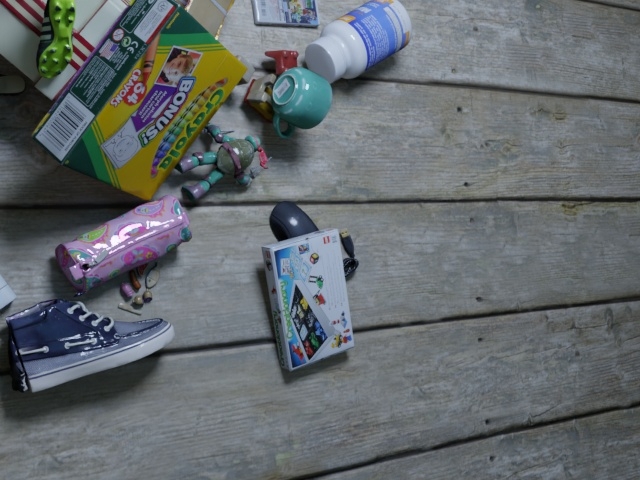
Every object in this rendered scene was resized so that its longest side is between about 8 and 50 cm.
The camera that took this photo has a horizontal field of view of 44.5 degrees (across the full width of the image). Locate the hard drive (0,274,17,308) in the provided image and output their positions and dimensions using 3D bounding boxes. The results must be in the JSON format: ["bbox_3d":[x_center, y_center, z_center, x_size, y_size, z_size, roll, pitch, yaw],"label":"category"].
[{"bbox_3d":[-0.781,0.035,1.478,0.233,0.047,0.353,-40,104,-28],"label":"hard drive"}]

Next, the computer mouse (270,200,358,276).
[{"bbox_3d":[0.000,0.000,1.943,0.184,0.060,0.262,-33,102,-29],"label":"computer mouse"}]

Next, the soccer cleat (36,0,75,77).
[{"bbox_3d":[-0.480,-0.378,1.422,0.060,0.179,0.072,-2,47,-34],"label":"soccer cleat"}]

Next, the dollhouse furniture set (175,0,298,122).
[{"bbox_3d":[-0.208,-0.459,1.845,0.374,0.152,0.201,38,65,-41],"label":"dollhouse furniture set"}]

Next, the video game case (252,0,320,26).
[{"bbox_3d":[-0.096,-0.644,1.981,0.183,0.023,0.201,-7,87,-31],"label":"video game case"}]

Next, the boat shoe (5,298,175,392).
[{"bbox_3d":[-0.470,0.182,1.598,0.340,0.127,0.158,-18,101,-31],"label":"boat shoe"}]

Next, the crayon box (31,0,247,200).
[{"bbox_3d":[-0.344,-0.279,1.561,0.106,0.313,0.363,40,94,21],"label":"crayon box"}]

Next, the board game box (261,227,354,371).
[{"bbox_3d":[-0.026,0.139,1.881,0.193,0.053,0.305,-15,105,-31],"label":"board game box"}]

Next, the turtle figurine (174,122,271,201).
[{"bbox_3d":[-0.219,-0.193,1.807,0.234,0.118,0.175,-31,101,-24],"label":"turtle figurine"}]

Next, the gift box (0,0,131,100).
[{"bbox_3d":[-0.502,-0.454,1.559,0.255,0.276,0.258,-42,108,18],"label":"gift box"}]

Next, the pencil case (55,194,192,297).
[{"bbox_3d":[-0.414,0.007,1.658,0.284,0.124,0.124,-28,99,-31],"label":"pencil case"}]

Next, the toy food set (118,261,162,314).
[{"bbox_3d":[-0.397,0.097,1.717,0.078,0.019,0.122,23,73,-27],"label":"toy food set"}]

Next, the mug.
[{"bbox_3d":[-0.054,-0.320,1.807,0.097,0.129,0.158,17,79,-47],"label":"mug"}]

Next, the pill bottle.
[{"bbox_3d":[0.094,-0.508,2.003,0.272,0.152,0.152,-36,103,-29],"label":"pill bottle"}]

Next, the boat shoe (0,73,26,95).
[{"bbox_3d":[-0.668,-0.317,1.589,0.133,0.042,0.049,2,89,-17],"label":"boat shoe"}]
